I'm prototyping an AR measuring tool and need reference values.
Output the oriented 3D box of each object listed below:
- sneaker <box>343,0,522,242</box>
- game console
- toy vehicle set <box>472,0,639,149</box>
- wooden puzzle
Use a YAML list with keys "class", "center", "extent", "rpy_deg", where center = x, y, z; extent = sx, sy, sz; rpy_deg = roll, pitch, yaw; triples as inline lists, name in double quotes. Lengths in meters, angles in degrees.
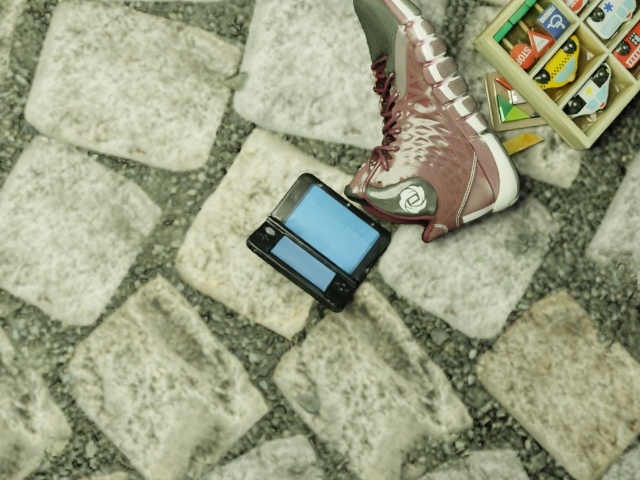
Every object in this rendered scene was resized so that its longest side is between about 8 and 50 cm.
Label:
- class: "sneaker"
  center: [0.074, -0.122, 0.899]
  extent: [0.162, 0.106, 0.281]
  rpy_deg: [-33, 89, -2]
- class: "game console"
  center: [0.000, 0.000, 0.903]
  extent: [0.122, 0.107, 0.071]
  rpy_deg: [37, 113, 1]
- class: "toy vehicle set"
  center: [0.311, -0.252, 0.936]
  extent: [0.166, 0.035, 0.267]
  rpy_deg: [43, 83, -9]
- class: "wooden puzzle"
  center: [0.220, -0.157, 0.952]
  extent: [0.078, 0.014, 0.116]
  rpy_deg: [-15, 86, -4]
